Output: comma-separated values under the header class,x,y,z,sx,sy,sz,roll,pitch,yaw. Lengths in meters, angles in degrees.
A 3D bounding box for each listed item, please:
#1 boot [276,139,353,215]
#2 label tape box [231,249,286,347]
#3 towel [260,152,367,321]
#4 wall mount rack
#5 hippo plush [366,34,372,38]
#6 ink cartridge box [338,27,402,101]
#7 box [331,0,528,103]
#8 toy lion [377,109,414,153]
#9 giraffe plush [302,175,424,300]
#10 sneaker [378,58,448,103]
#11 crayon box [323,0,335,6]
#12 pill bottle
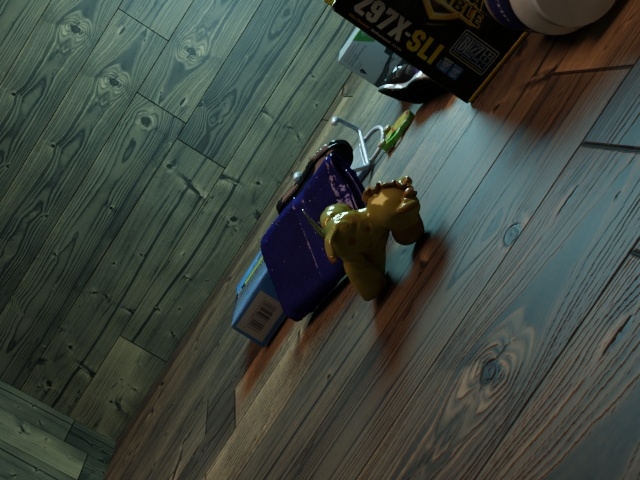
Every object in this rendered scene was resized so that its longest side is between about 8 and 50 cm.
class,x,y,z,sx,sy,sz,roll,pitch,yaw
boot,0.021,-0.074,1.816,0.246,0.094,0.207,-47,50,19
label tape box,-0.118,0.099,2.089,0.240,0.106,0.333,-56,10,9
towel,0.000,0.000,1.688,0.308,0.076,0.227,-47,53,38
wall mount rack,0.028,-0.148,2.082,0.350,0.130,0.304,-53,25,30
hippo plush,0.230,-0.537,1.961,0.294,0.236,0.234,-54,11,21
ink cartridge box,0.174,-0.489,2.173,0.153,0.208,0.087,-54,14,27
box,0.222,-0.443,1.489,0.257,0.322,0.079,-51,11,32
toy lion,0.186,-0.268,1.970,0.096,0.034,0.100,-38,21,41
giraffe plush,0.095,-0.029,1.357,0.170,0.210,0.181,-31,49,12
sneaker,0.228,-0.391,1.863,0.283,0.107,0.124,-175,100,-69
crayon box,0.191,-0.667,2.293,0.202,0.318,0.081,-55,11,12
pill bottle,0.344,-0.389,1.231,0.153,0.153,0.264,-56,11,12
